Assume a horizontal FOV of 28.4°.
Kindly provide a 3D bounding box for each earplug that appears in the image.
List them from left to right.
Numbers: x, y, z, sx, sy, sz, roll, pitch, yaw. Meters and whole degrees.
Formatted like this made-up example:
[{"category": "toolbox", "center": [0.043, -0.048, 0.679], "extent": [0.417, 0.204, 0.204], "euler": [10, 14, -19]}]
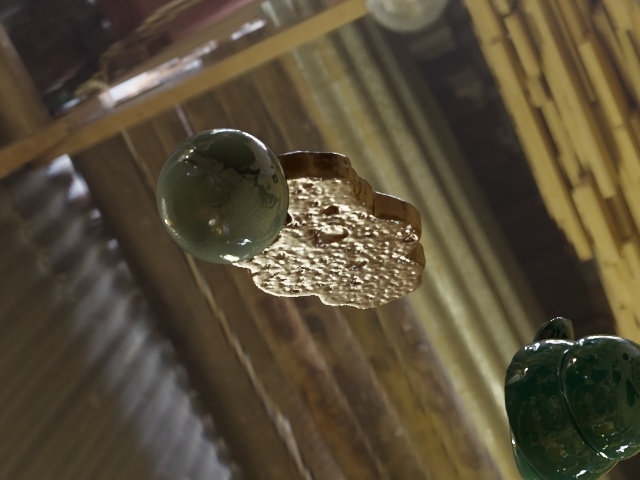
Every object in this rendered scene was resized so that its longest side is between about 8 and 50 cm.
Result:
[{"category": "earplug", "center": [0.290, 0.176, 1.406], "extent": [0.257, 0.280, 0.164], "euler": [-22, -93, -40]}]

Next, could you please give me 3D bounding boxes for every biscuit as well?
[{"category": "biscuit", "center": [0.000, -0.003, 1.209], "extent": [0.295, 0.186, 0.044], "euler": [38, -141, -55]}]

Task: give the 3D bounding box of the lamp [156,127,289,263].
[{"category": "lamp", "center": [-0.075, -0.034, 0.976], "extent": [0.105, 0.105, 0.105], "euler": [51, -154, -38]}]
